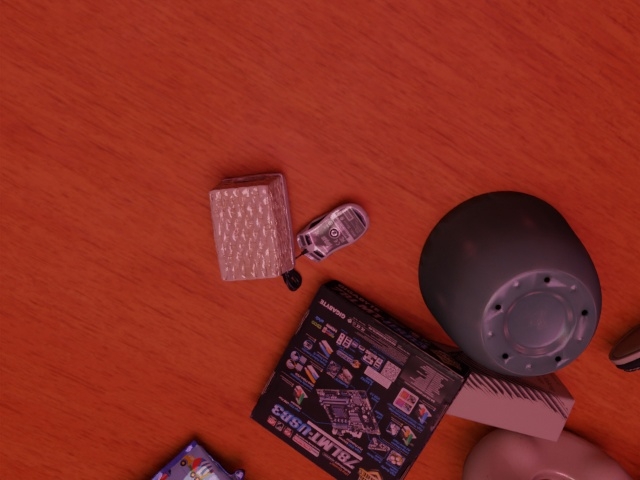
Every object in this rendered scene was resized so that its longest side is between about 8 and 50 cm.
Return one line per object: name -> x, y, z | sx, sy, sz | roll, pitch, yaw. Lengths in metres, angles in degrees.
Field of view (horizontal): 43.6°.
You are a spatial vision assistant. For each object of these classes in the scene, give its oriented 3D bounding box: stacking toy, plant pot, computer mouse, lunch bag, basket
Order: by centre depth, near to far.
basket -> -0.111, -0.019, 1.313 | 0.113, 0.103, 0.167 | -5, 102, 10
plant pot -> 0.326, 0.089, 1.330 | 0.293, 0.235, 0.293 | -1, 109, -3
computer mouse -> 0.000, 0.000, 1.382 | 0.193, 0.042, 0.106 | -32, 104, 13
lunch bag -> -0.244, 0.533, 1.489 | 0.293, 0.138, 0.221 | -44, 81, 0
stacking toy -> 0.378, 0.621, 1.516 | 0.351, 0.350, 0.480 | 10, 123, -7

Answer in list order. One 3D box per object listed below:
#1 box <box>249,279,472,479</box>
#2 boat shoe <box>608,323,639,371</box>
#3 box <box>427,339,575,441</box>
box -> 0.063, 0.268, 1.401 | 0.295, 0.073, 0.293 | 32, 108, 15
boat shoe -> 0.690, 0.166, 1.437 | 0.340, 0.127, 0.113 | -30, 97, -3
box -> 0.308, 0.273, 1.459 | 0.275, 0.113, 0.094 | 15, 106, -10
